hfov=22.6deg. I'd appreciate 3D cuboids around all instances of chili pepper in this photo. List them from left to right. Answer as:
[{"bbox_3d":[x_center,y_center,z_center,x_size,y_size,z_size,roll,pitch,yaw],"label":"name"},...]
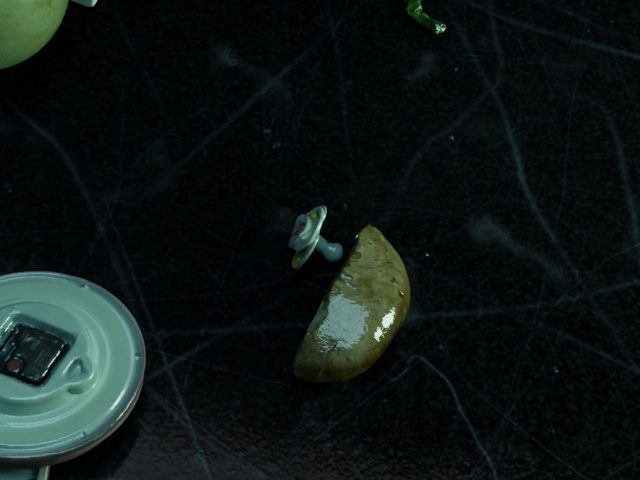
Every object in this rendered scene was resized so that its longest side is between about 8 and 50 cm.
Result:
[{"bbox_3d":[0.127,-0.293,2.050,0.027,0.022,0.083,-41,63,7],"label":"chili pepper"}]

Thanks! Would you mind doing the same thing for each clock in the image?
[{"bbox_3d":[-0.304,0.129,1.665,0.245,0.056,0.244,3,49,-4],"label":"clock"}]

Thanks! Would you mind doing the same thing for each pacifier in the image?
[{"bbox_3d":[0.000,0.000,1.802,0.064,0.068,0.083,30,51,-17],"label":"pacifier"}]

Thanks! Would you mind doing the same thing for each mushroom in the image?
[{"bbox_3d":[0.046,0.071,1.744,0.094,0.072,0.209,30,56,5],"label":"mushroom"}]

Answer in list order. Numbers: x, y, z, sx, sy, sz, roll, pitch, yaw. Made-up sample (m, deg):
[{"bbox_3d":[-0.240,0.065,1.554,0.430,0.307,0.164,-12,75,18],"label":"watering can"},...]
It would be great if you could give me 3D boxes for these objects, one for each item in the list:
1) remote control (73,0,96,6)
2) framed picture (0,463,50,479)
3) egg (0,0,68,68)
[{"bbox_3d":[-0.392,-0.390,2.045,0.277,0.055,0.103,21,54,9],"label":"remote control"},{"bbox_3d":[-0.378,0.271,1.589,0.203,0.015,0.150,5,54,-2],"label":"framed picture"},{"bbox_3d":[-0.440,-0.311,1.885,0.296,0.218,0.218,10,53,13],"label":"egg"}]
